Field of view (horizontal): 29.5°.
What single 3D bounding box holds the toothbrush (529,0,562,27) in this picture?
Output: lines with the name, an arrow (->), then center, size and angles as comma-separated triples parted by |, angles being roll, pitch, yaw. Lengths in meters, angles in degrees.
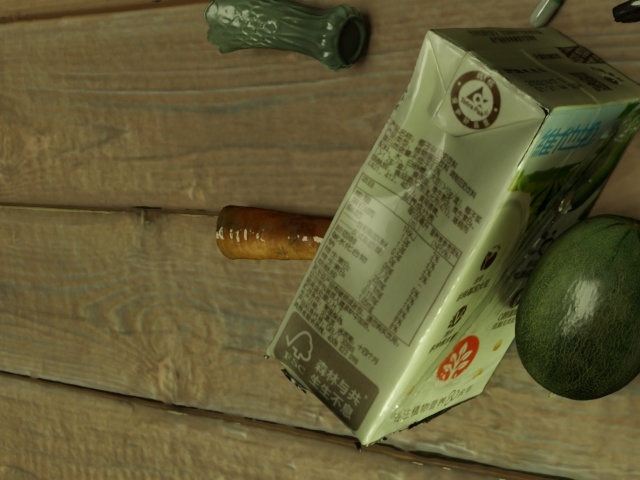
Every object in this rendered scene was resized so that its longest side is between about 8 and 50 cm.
toothbrush -> 0.244, -0.270, 0.955 | 0.024, 0.018, 0.257 | 51, 125, 24

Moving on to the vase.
vase -> -0.030, -0.203, 1.154 | 0.148, 0.081, 0.081 | 20, 109, 32

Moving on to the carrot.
carrot -> 0.000, 0.000, 1.185 | 0.224, 0.057, 0.057 | 5, 101, 32

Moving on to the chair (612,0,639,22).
chair -> 0.308, -0.240, 0.852 | 0.229, 0.106, 0.113 | -13, 90, 39

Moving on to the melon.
melon -> 0.218, 0.058, 0.970 | 0.114, 0.114, 0.167 | 33, 114, 30

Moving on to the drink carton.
drink carton -> 0.109, -0.007, 0.995 | 0.132, 0.194, 0.324 | 40, 120, 25
